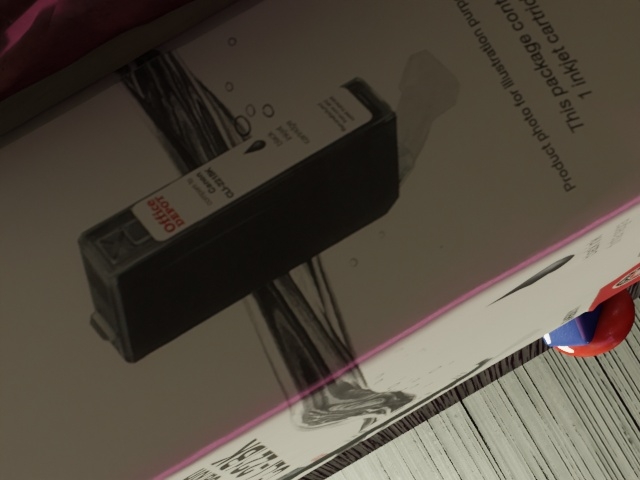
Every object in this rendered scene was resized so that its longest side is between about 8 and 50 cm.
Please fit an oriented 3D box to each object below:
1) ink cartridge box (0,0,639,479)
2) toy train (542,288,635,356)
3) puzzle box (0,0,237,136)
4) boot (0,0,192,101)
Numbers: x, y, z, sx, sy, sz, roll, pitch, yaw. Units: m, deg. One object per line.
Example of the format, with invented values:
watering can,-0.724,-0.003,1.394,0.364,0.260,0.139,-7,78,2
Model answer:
ink cartridge box,0.000,0.000,0.625,0.273,0.114,0.197,-29,169,-1
toy train,0.083,-0.054,0.913,0.143,0.105,0.248,-4,-139,25
puzzle box,-0.120,-0.004,0.727,0.409,0.052,0.272,-31,169,4
boot,-0.084,-0.077,0.503,0.248,0.090,0.207,-26,180,-25
